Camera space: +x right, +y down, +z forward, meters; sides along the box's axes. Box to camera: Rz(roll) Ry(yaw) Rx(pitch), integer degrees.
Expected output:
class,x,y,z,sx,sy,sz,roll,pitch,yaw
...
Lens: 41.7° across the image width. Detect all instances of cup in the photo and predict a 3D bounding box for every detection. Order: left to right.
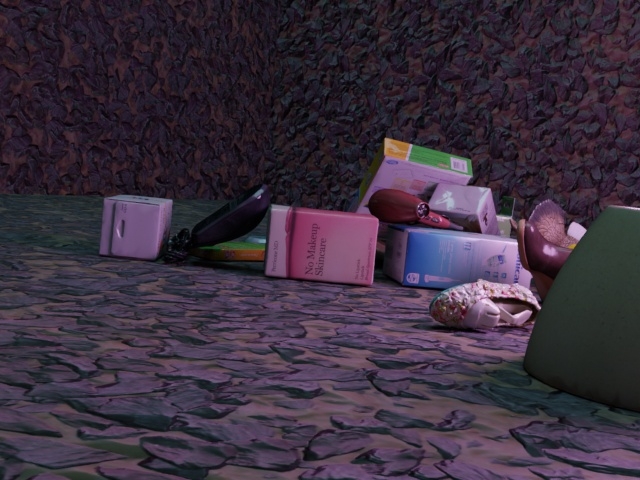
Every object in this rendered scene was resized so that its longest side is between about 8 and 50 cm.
class,x,y,z,sx,sy,sz,roll,pitch,yaw
cup,0.454,0.079,1.125,0.331,0.237,0.331,6,5,0

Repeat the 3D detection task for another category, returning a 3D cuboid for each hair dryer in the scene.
class,x,y,z,sx,sy,sz,roll,pitch,yaw
hair dryer,0.222,-0.073,1.956,0.223,0.080,0.293,7,2,10

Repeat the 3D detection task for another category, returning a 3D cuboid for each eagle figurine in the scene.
class,x,y,z,sx,sy,sz,roll,pitch,yaw
eagle figurine,0.574,0.034,2.069,0.226,0.225,0.298,19,-5,3

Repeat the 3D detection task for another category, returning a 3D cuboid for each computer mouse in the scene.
class,x,y,z,sx,sy,sz,roll,pitch,yaw
computer mouse,-0.215,-0.027,1.861,0.272,0.072,0.188,-32,14,6

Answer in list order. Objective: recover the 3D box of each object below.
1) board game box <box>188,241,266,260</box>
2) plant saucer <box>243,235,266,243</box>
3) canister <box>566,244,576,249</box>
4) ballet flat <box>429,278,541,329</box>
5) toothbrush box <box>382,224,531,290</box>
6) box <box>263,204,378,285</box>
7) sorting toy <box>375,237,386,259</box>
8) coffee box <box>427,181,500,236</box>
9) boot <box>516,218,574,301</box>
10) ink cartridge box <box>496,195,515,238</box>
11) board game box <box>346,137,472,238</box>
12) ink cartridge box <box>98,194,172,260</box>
class,x,y,z,sx,sy,sz,roll,pitch,yaw
board game box,-0.201,0.025,2.029,0.259,0.039,0.124,5,5,-39
plant saucer,-0.159,0.003,2.390,0.119,0.021,0.119,7,5,-1
canister,0.635,0.076,1.882,0.170,0.073,0.126,31,-11,-29
ballet flat,0.291,0.114,1.424,0.241,0.091,0.077,-3,32,-38
toothbrush box,0.312,0.043,1.943,0.295,0.126,0.216,7,4,-8
box,-0.002,0.009,1.813,0.232,0.149,0.127,5,6,-5
sorting toy,0.188,0.037,2.240,0.307,0.041,0.229,16,10,-21
coffee box,0.376,-0.026,2.170,0.141,0.098,0.246,11,-35,29
boot,0.530,0.034,1.739,0.207,0.248,0.090,-11,41,28
ink cartridge box,0.508,-0.026,2.447,0.062,0.209,0.109,6,5,-5
board game box,0.227,-0.118,2.237,0.242,0.064,0.316,13,-40,-12
ink cartridge box,-0.411,-0.031,1.885,0.127,0.128,0.176,6,6,-1
